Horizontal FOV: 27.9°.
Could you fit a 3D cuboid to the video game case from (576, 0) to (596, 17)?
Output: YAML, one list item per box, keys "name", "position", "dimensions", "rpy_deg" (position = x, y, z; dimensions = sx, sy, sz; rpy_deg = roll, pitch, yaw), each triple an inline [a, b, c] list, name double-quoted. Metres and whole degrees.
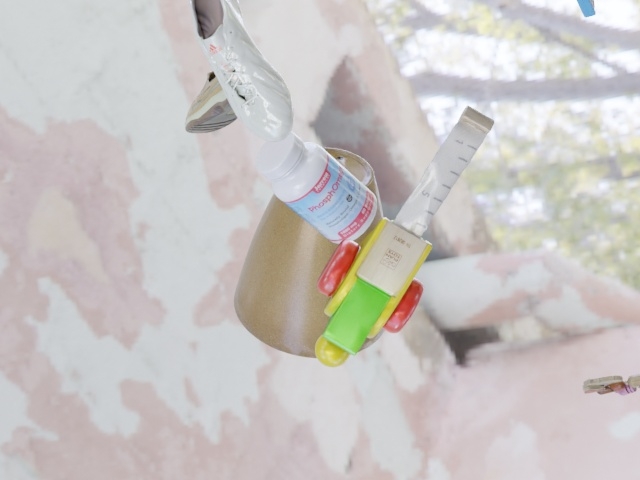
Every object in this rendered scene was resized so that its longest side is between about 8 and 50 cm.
- name: "video game case"
  position: [0.267, -0.339, 1.382]
  dimensions: [0.119, 0.015, 0.166]
  rpy_deg: [45, -141, -51]

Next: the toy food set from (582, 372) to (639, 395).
- name: "toy food set"
  position: [0.444, 0.217, 1.918]
  dimensions: [0.078, 0.122, 0.019]
  rpy_deg: [113, 149, -68]

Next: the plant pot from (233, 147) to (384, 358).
- name: "plant pot"
  position: [0.000, 0.000, 1.888]
  dimensions: [0.237, 0.237, 0.254]
  rpy_deg: [-51, -25, -50]

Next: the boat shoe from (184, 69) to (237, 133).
- name: "boat shoe"
  position: [-0.146, -0.215, 1.886]
  dimensions: [0.068, 0.190, 0.072]
  rpy_deg: [-6, -103, -36]

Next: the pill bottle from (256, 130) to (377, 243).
- name: "pill bottle"
  position: [-0.007, -0.070, 1.662]
  dimensions: [0.160, 0.087, 0.087]
  rpy_deg: [39, -131, -34]

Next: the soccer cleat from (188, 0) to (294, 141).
- name: "soccer cleat"
  position: [-0.092, -0.193, 1.373]
  dimensions: [0.196, 0.068, 0.076]
  rpy_deg: [64, -160, 10]

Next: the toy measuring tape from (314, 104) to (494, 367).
- name: "toy measuring tape"
  position: [0.088, -0.003, 1.442]
  dimensions: [0.121, 0.121, 0.330]
  rpy_deg: [22, -79, -53]
